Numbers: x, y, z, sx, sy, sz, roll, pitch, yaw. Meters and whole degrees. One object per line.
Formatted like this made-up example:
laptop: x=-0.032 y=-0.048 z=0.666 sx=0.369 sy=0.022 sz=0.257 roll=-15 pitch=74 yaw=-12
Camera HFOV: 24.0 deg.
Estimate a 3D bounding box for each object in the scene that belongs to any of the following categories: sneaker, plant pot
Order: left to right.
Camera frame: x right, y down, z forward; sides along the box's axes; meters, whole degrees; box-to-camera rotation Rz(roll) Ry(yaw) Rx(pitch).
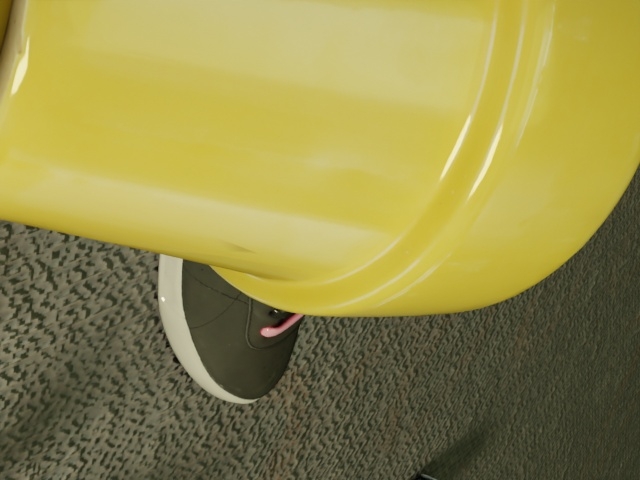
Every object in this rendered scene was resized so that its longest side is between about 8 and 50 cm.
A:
plant pot: x=-0.040 y=-0.094 z=0.556 sx=0.239 sy=0.254 sz=0.254 roll=-2 pitch=116 yaw=-39
sneaker: x=0.000 y=0.000 z=0.811 sx=0.104 sy=0.147 sz=0.296 roll=-42 pitch=147 yaw=-42

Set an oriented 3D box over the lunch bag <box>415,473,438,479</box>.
lunch bag: x=0.105 y=0.238 z=1.307 sx=0.083 sy=0.071 sz=0.053 roll=-16 pitch=122 yaw=-55
